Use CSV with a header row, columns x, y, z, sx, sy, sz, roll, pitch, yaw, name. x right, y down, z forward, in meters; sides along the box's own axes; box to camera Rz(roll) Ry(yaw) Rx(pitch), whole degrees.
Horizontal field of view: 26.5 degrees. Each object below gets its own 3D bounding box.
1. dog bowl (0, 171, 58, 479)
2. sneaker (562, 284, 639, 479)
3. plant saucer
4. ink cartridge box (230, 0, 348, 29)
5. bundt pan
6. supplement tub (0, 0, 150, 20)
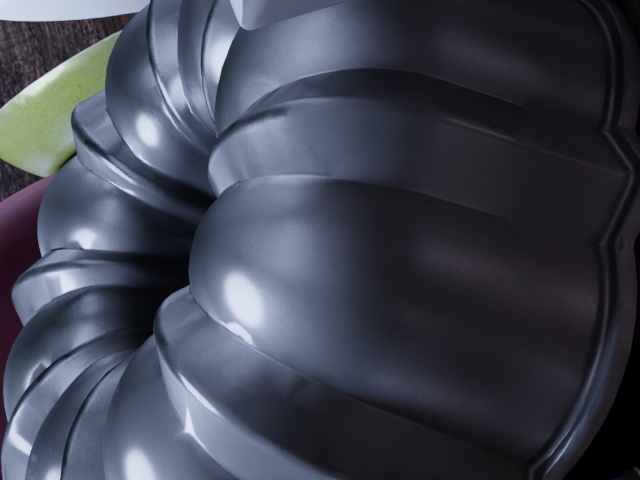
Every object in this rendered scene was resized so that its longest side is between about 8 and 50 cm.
x,y,z,sx,sy,sz,roll,pitch,yaw,name
-0.068,0.125,0.757,0.408,0.408,0.150,66,154,26,dog bowl
0.116,0.141,0.514,0.182,0.127,0.315,120,132,-79,sneaker
-0.078,-0.090,0.797,0.037,0.241,0.241,64,169,2,plant saucer
0.010,-0.190,0.429,0.086,0.148,0.203,104,147,-72,ink cartridge box
-0.028,0.007,0.541,0.331,0.124,0.331,-40,39,43,bundt pan
-0.119,-0.289,0.628,0.235,0.235,0.325,-127,24,-58,supplement tub
